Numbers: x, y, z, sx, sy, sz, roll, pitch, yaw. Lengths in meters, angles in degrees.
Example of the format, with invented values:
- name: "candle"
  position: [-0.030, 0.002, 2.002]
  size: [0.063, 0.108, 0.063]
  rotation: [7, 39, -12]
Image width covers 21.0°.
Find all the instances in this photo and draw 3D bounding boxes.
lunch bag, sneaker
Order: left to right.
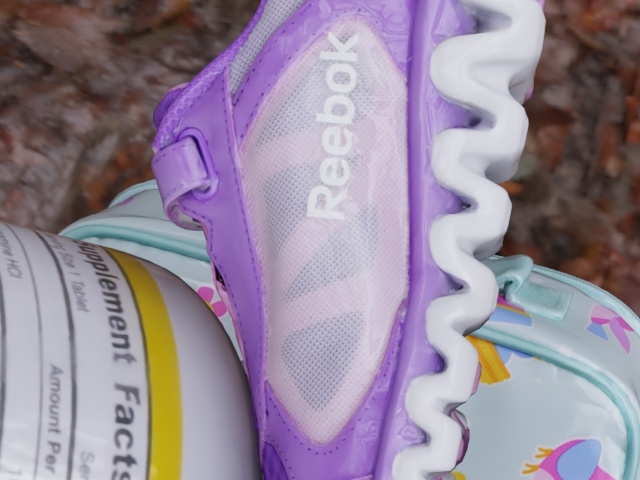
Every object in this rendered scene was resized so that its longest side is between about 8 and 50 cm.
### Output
- name: "sneaker"
  position: [0.000, 0.000, 0.479]
  size: [0.104, 0.095, 0.236]
  rotation: [9, 81, 4]
- name: "lunch bag"
  position: [0.005, 0.096, 0.742]
  size: [0.279, 0.108, 0.224]
  rotation: [15, 105, 12]

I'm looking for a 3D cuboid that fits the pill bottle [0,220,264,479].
- name: "pill bottle"
  position: [-0.140, 0.079, 0.509]
  size: [0.334, 0.188, 0.188]
  rotation: [15, 95, -28]
